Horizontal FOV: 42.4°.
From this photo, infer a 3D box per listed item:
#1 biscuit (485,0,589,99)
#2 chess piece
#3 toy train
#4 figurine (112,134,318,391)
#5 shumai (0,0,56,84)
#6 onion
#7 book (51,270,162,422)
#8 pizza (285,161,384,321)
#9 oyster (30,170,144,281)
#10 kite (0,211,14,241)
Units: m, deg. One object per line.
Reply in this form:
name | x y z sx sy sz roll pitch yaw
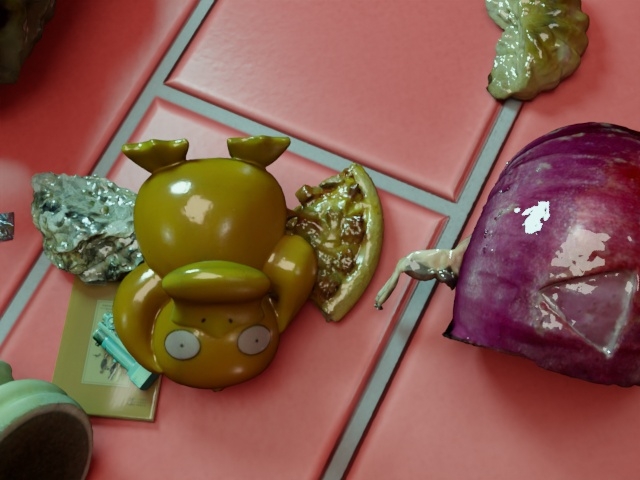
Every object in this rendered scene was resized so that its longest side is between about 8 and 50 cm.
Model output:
biscuit | 0.246 -0.249 0.934 0.118 0.061 0.183 0 69 5
chess piece | -0.384 0.177 0.822 0.298 0.176 0.176 22 74 28
toy train | -0.199 0.113 0.859 0.092 0.029 0.045 39 88 17
figurine | -0.105 0.020 0.815 0.215 0.215 0.228 -10 58 3
shumai | -0.442 -0.327 0.943 0.395 0.395 0.348 -8 90 4
onion | 0.234 0.006 0.747 0.272 0.256 0.230 19 88 -10
book | -0.221 0.103 0.886 0.118 0.012 0.172 4 70 8
pizza | 0.001 0.000 0.879 0.134 0.046 0.175 -1 70 7
oyster | -0.250 -0.020 0.905 0.177 0.064 0.125 5 52 11
kite | -0.379 -0.029 0.961 0.044 0.002 0.078 -26 69 -3
